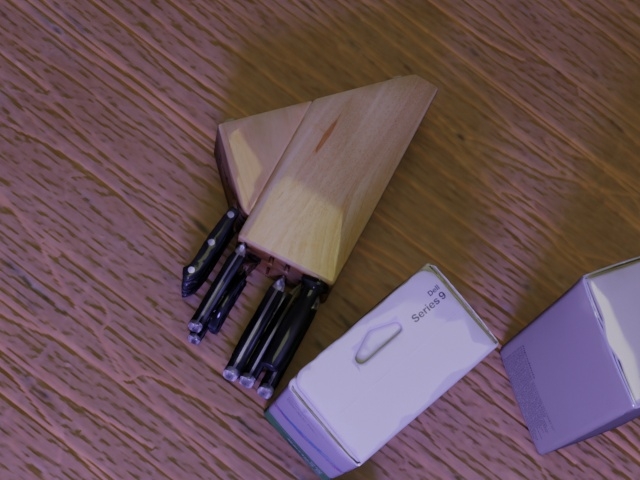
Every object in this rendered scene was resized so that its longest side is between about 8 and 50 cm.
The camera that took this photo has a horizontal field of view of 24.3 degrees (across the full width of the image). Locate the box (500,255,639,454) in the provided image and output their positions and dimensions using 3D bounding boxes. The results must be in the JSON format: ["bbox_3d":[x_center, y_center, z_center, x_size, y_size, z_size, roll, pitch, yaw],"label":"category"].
[{"bbox_3d":[0.238,0.098,1.236,0.094,0.275,0.113,-18,79,-12],"label":"box"}]

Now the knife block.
[{"bbox_3d":[0.000,0.000,1.333,0.276,0.088,0.242,-16,79,-10],"label":"knife block"}]

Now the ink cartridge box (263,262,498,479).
[{"bbox_3d":[0.044,0.116,1.243,0.154,0.212,0.093,-40,84,-14],"label":"ink cartridge box"}]
